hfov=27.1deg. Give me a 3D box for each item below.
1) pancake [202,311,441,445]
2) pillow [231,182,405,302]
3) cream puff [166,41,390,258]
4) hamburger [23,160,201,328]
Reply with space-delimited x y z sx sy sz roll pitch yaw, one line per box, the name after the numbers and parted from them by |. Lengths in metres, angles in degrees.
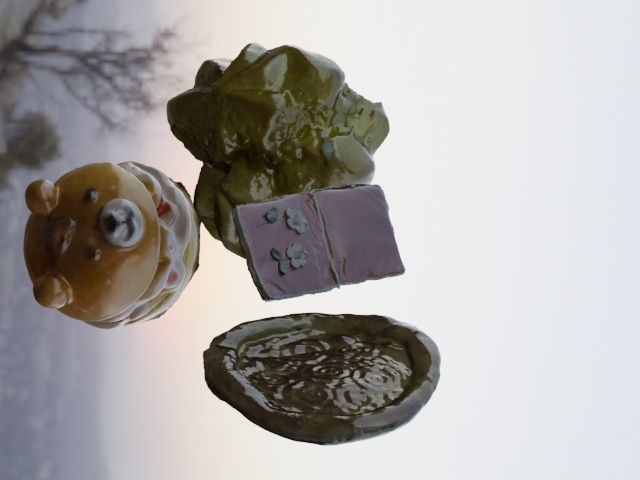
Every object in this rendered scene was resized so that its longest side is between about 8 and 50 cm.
0.005 0.134 1.375 0.250 0.250 0.031 -109 -161 -63 | pancake
0.000 0.000 1.560 0.043 0.232 0.126 -26 -101 49 | pillow
-0.085 -0.112 1.817 0.323 0.270 0.274 -11 -120 63 | cream puff
-0.344 0.000 2.079 0.237 0.276 0.276 11 77 -62 | hamburger
